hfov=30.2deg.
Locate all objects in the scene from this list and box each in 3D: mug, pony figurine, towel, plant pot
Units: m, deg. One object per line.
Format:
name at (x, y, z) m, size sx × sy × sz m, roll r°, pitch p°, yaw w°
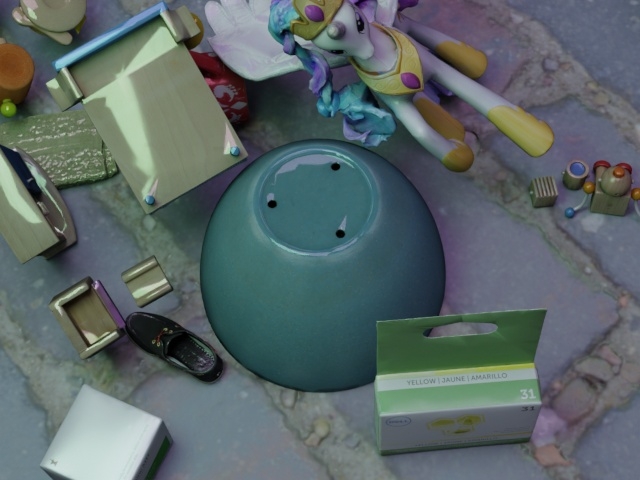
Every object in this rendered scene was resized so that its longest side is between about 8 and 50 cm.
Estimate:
mug at (-0.176, -0.177, 1.448) m, size 0.169 × 0.150 × 0.113 m, roll -9°, pitch 92°, yaw -7°
pony figurine at (0.061, -0.240, 1.351) m, size 0.303 × 0.363 × 0.351 m, roll -48°, pitch 37°, yaw 17°
towel at (-0.332, -0.111, 1.482) m, size 0.148 × 0.027 × 0.110 m, roll -12°, pitch 65°, yaw -4°
plant pot at (0.000, 0.000, 1.320) m, size 0.290 × 0.195 × 0.290 m, roll -1°, pitch 64°, yaw 2°

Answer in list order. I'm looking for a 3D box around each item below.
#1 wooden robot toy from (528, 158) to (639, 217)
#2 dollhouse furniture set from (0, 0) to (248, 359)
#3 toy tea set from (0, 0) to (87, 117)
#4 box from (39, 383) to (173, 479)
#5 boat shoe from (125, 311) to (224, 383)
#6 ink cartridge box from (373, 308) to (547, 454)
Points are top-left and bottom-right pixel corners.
wooden robot toy at (0.338, -0.072, 1.404) m, size 0.173 × 0.079 × 0.076 m, roll 7°, pitch 65°, yaw 6°
dollhouse furniture set at (-0.206, -0.072, 1.343) m, size 0.303 × 0.198 × 0.286 m, roll -32°, pitch 94°, yaw -4°
toy tea set at (-0.441, -0.221, 1.464) m, size 0.200 × 0.124 × 0.336 m, roll 32°, pitch 65°, yaw -18°
box at (-0.228, 0.228, 1.279) m, size 0.102 × 0.087 × 0.101 m, roll 21°, pitch 67°, yaw 12°
boat shoe at (-0.169, 0.116, 1.357) m, size 0.133 × 0.042 × 0.049 m, roll 30°, pitch 71°, yaw 17°
ink cartridge box at (0.141, 0.150, 1.218) m, size 0.171 × 0.235 × 0.056 m, roll -5°, pitch 61°, yaw 0°
